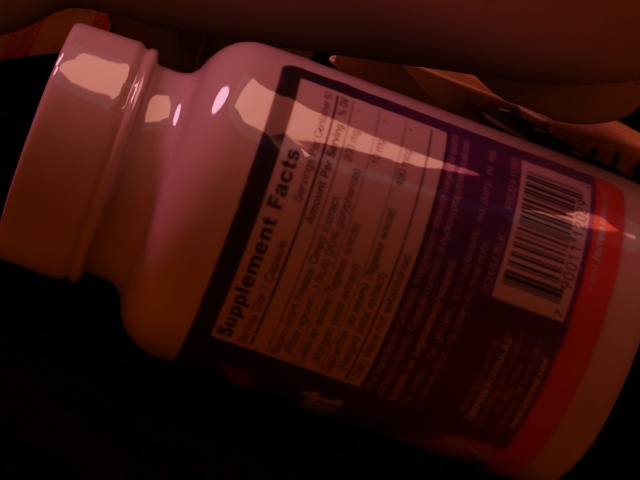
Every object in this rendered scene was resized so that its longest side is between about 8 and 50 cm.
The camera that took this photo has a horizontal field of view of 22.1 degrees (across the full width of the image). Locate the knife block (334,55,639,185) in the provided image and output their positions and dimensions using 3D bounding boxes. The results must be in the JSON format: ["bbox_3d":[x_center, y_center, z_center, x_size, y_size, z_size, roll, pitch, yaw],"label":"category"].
[{"bbox_3d":[0.118,-0.024,0.832,0.242,0.088,0.276,24,14,7],"label":"knife block"}]

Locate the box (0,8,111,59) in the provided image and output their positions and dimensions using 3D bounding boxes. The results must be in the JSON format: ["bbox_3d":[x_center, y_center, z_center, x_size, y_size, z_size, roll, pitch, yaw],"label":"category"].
[{"bbox_3d":[-0.167,-0.143,0.866,0.058,0.087,0.232,26,14,8],"label":"box"}]

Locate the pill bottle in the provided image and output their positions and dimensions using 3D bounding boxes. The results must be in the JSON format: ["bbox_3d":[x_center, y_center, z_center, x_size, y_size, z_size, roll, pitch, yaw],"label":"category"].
[{"bbox_3d":[0.000,0.000,0.529,0.193,0.108,0.108,20,14,-6],"label":"pill bottle"}]

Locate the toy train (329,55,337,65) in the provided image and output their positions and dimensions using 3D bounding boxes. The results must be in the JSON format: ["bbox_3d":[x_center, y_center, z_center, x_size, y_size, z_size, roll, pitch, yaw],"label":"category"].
[{"bbox_3d":[0.059,-0.120,1.181,0.125,0.046,0.166,20,15,-8],"label":"toy train"}]

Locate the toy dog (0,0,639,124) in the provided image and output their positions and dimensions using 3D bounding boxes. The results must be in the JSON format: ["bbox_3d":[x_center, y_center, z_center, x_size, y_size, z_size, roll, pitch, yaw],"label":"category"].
[{"bbox_3d":[-0.037,-0.157,0.625,0.408,0.284,0.395,2,32,2],"label":"toy dog"}]
